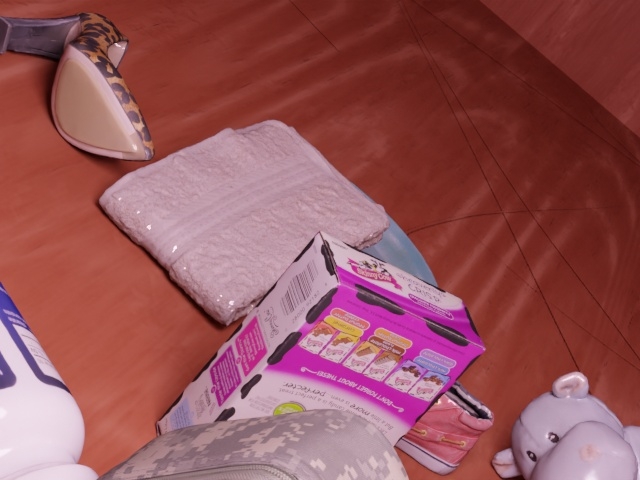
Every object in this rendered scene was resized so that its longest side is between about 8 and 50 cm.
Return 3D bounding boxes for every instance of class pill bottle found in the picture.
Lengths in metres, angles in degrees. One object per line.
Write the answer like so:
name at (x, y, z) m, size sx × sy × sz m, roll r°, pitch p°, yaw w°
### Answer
pill bottle at (-0.248, 0.109, 1.009) m, size 0.153 × 0.153 × 0.265 m, roll 6°, pitch 40°, yaw -53°

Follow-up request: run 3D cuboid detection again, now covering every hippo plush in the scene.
hippo plush at (0.326, 0.221, 1.580) m, size 0.236 × 0.234 × 0.294 m, roll 32°, pitch 24°, yaw -19°

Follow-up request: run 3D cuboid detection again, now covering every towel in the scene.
towel at (-0.068, -0.028, 1.575) m, size 0.187 × 0.049 × 0.282 m, roll 42°, pitch 40°, yaw 16°

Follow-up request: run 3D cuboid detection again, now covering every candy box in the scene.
candy box at (-0.003, 0.120, 1.261) m, size 0.159 × 0.233 × 0.071 m, roll 26°, pitch 26°, yaw -32°

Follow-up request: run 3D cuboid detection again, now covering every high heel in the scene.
high heel at (-0.211, -0.165, 1.639) m, size 0.261 × 0.093 × 0.186 m, roll 42°, pitch 27°, yaw 28°

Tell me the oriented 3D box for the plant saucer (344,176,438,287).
plant saucer at (0.000, 0.000, 1.736) m, size 0.317 × 0.044 × 0.317 m, roll 32°, pitch 23°, yaw -16°

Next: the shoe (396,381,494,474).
shoe at (0.084, 0.158, 1.521) m, size 0.178 × 0.081 × 0.063 m, roll 32°, pitch 24°, yaw -17°

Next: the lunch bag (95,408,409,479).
lunch bag at (-0.054, 0.275, 0.836) m, size 0.256 × 0.212 × 0.305 m, roll -30°, pitch 105°, yaw -52°
